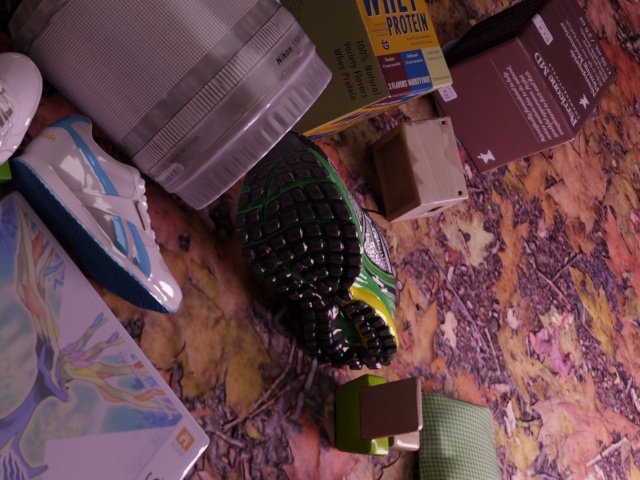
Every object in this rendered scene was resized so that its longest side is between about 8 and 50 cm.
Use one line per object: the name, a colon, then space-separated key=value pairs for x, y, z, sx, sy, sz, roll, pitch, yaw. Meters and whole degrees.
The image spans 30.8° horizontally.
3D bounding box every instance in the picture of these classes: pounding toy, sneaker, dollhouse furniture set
pounding toy: x=0.134 y=-0.100 z=1.538 sx=0.100 sy=0.141 sz=0.130 roll=-9 pitch=82 yaw=-20
sneaker: x=-0.202 y=-0.019 z=1.145 sx=0.092 sy=0.087 sz=0.229 roll=-52 pitch=122 yaw=-28
sneaker: x=0.000 y=0.000 z=1.321 sx=0.344 sy=0.134 sz=0.146 roll=67 pitch=21 yaw=-46
dollhouse furniture set: x=0.175 y=0.272 z=1.415 sx=0.301 sy=0.151 sz=0.198 roll=18 pitch=63 yaw=-43
sneaker: x=-0.296 y=-0.090 z=0.986 sx=0.090 sy=0.115 sz=0.232 roll=51 pitch=45 yaw=-22

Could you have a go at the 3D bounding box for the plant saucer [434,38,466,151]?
plant saucer: x=0.220 y=-0.202 z=1.729 sx=0.195 sy=0.037 sz=0.195 roll=21 pitch=61 yaw=-42

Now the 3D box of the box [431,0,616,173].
box: x=0.288 y=-0.233 z=1.659 sx=0.168 sy=0.167 sz=0.203 roll=57 pitch=43 yaw=-16

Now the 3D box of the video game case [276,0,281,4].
video game case: x=-0.144 y=-0.260 z=1.301 sx=0.206 sy=0.026 sz=0.227 roll=-19 pitch=91 yaw=-23

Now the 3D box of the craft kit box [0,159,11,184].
craft kit box: x=-0.411 y=-0.161 z=1.017 sx=0.249 sy=0.061 sz=0.247 roll=-6 pitch=83 yaw=-48

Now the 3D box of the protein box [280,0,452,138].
protein box: x=0.015 y=-0.240 z=1.395 sx=0.136 sy=0.201 sz=0.200 roll=-19 pitch=90 yaw=-49

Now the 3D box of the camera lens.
camera lens: x=-0.152 y=-0.195 z=1.155 sx=0.274 sy=0.219 sz=0.219 roll=45 pitch=46 yaw=-11

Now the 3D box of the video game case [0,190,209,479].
video game case: x=-0.274 y=0.166 z=1.054 sx=0.329 sy=0.036 sz=0.300 roll=55 pitch=43 yaw=-17
